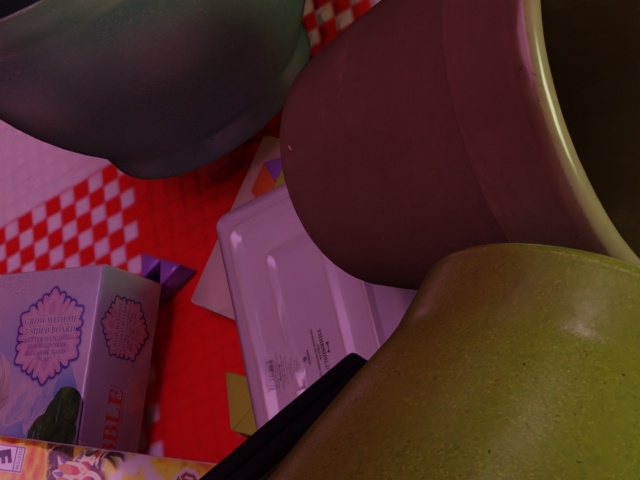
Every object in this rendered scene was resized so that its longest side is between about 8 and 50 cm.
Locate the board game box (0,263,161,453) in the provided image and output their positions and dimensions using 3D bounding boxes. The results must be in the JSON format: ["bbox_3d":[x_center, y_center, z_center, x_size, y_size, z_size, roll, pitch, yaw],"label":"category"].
[{"bbox_3d":[-0.275,0.186,1.155,0.319,0.066,0.318,-6,70,36],"label":"board game box"}]

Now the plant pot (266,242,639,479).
[{"bbox_3d":[0.092,0.206,0.715,0.366,0.366,0.353,9,63,40],"label":"plant pot"}]

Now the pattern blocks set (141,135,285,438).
[{"bbox_3d":[0.000,0.000,1.066,0.325,0.026,0.285,-1,69,37],"label":"pattern blocks set"}]

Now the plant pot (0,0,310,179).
[{"bbox_3d":[-0.126,-0.169,1.101,0.293,0.196,0.293,-23,36,18],"label":"plant pot"}]

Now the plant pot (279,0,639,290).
[{"bbox_3d":[0.108,-0.065,0.875,0.229,0.263,0.263,-16,60,44],"label":"plant pot"}]

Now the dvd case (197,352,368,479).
[{"bbox_3d":[-0.050,0.196,0.841,0.022,0.180,0.253,30,129,20],"label":"dvd case"}]

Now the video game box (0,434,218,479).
[{"bbox_3d":[-0.142,0.236,0.992,0.187,0.048,0.205,7,74,5],"label":"video game box"}]

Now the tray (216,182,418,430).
[{"bbox_3d":[0.004,0.072,0.994,0.145,0.030,0.270,-28,61,28],"label":"tray"}]
